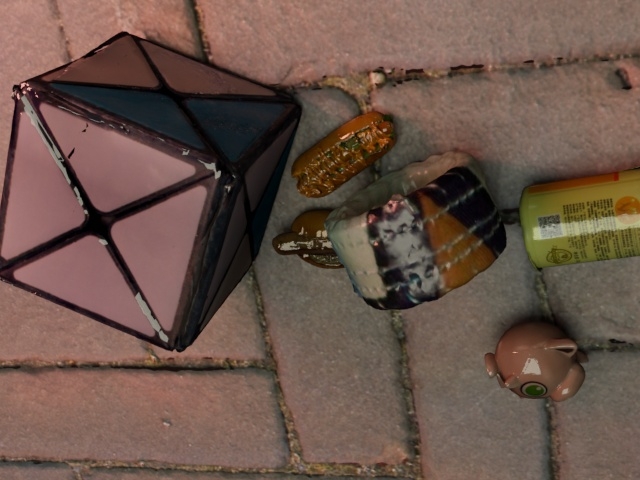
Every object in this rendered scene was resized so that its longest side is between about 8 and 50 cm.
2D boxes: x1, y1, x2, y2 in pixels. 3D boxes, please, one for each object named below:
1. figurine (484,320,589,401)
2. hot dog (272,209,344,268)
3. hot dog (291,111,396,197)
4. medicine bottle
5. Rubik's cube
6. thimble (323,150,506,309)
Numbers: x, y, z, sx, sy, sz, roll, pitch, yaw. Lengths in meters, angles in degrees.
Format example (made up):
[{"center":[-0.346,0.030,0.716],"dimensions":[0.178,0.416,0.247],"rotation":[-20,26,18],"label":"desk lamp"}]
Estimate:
[{"center":[0.312,0.176,1.359],"dimensions":[0.138,0.125,0.125],"rotation":[-11,111,18],"label":"figurine"},{"center":[0.000,-0.002,1.407],"dimensions":[0.140,0.060,0.089],"rotation":[14,114,14],"label":"hot dog"},{"center":[0.029,-0.119,1.344],"dimensions":[0.188,0.055,0.072],"rotation":[-34,103,27],"label":"hot dog"},{"center":[0.390,-0.033,1.241],"dimensions":[0.239,0.124,0.124],"rotation":[-10,112,20],"label":"medicine bottle"},{"center":[-0.229,-0.077,1.305],"dimensions":[0.305,0.307,0.310],"rotation":[21,118,9],"label":"Rubik's cube"},{"center":[0.123,-0.012,1.272],"dimensions":[0.237,0.237,0.150],"rotation":[-20,104,24],"label":"thimble"}]
